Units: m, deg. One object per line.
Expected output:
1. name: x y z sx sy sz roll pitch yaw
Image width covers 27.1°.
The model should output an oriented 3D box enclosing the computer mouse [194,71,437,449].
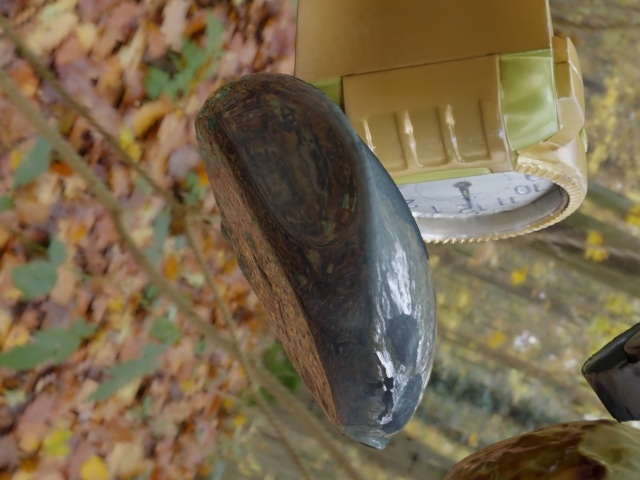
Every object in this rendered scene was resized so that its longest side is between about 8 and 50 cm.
1. computer mouse: 0.003 0.000 0.999 0.374 0.114 0.203 -124 -164 -51

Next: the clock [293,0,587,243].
1. clock: 0.121 -0.109 1.200 0.317 0.244 0.200 52 37 -63

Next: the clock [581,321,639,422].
1. clock: 0.276 0.053 0.876 0.215 0.042 0.215 -29 178 -1

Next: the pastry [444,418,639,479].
1. pastry: 0.189 0.245 0.962 0.256 0.236 0.170 -63 173 -13
